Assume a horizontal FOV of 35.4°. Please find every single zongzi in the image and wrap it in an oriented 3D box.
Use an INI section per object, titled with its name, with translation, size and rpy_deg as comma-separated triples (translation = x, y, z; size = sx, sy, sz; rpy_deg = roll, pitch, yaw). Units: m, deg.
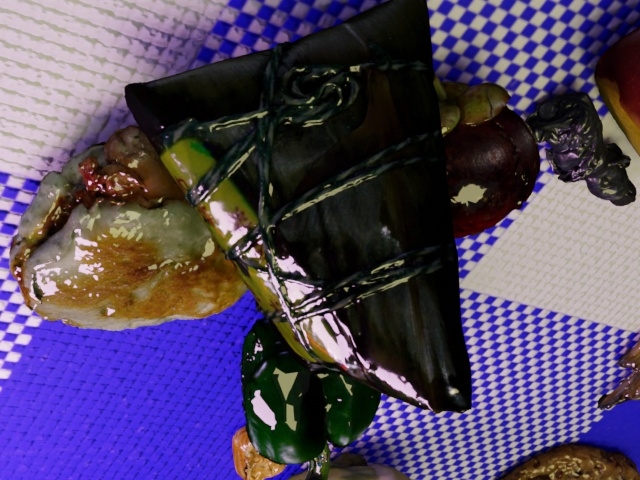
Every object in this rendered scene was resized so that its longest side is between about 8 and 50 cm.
[zongzi]
translation = 0.000, 0.000, 0.981
size = 0.319, 0.384, 0.362
rpy_deg = -19, 172, -22

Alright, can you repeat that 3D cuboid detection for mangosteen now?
[mangosteen]
translation = 0.143, -0.093, 1.059
size = 0.166, 0.166, 0.180
rpy_deg = -25, 113, 2

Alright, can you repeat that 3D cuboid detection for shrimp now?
[shrimp]
translation = 0.535, 0.183, 1.571
size = 0.254, 0.059, 0.145
rpy_deg = -32, 134, 9

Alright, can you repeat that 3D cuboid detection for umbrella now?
[umbrella]
translation = 0.320, -0.093, 1.194
size = 0.080, 0.071, 0.224
rpy_deg = -13, 151, 32

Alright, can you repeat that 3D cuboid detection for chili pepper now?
[chili pepper]
translation = -0.023, 0.209, 1.277
size = 0.173, 0.165, 0.261
rpy_deg = -26, 138, -24

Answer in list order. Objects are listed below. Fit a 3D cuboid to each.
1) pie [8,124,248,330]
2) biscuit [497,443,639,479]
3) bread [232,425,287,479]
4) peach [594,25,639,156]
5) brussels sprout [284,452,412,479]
[pie]
translation = -0.184, 0.011, 1.048
size = 0.274, 0.105, 0.257
rpy_deg = 24, 120, -43
[biscuit]
translation = 0.436, 0.483, 1.818
size = 0.334, 0.081, 0.289
rpy_deg = 11, 127, -30
[bread]
translation = -0.082, 0.298, 1.428
size = 0.083, 0.044, 0.111
rpy_deg = -11, 134, -15
[peach]
translation = 0.424, -0.143, 1.079
size = 0.274, 0.248, 0.245
rpy_deg = 34, 81, -27
[brussels sprout]
translation = 0.037, 0.488, 1.530
size = 0.328, 0.247, 0.328
rpy_deg = -12, 140, -10
